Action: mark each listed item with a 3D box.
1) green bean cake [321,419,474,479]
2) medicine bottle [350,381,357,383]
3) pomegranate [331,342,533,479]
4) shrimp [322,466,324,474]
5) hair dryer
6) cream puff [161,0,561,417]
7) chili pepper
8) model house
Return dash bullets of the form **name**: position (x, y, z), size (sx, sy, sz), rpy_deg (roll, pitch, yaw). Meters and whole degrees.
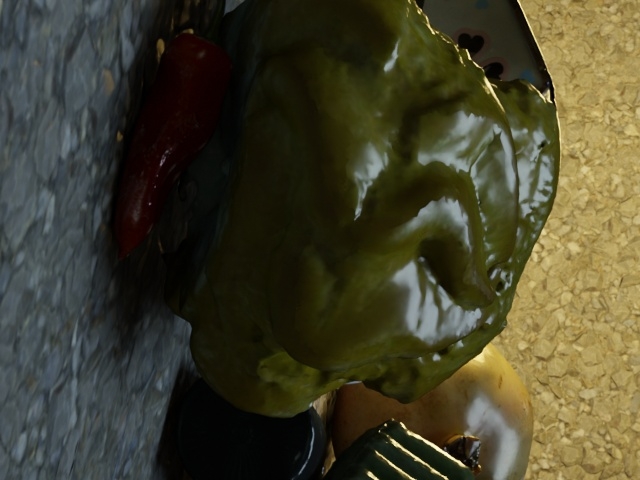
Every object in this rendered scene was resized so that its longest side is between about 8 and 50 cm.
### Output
- **green bean cake**: position (0.021, 0.292, 1.365), size (0.227, 0.125, 0.222), rpy_deg (-61, 174, 25)
- **medicine bottle**: position (0.000, 0.000, 1.374), size (0.139, 0.139, 0.236), rpy_deg (-29, 128, -77)
- **pomegranate**: position (0.155, 0.267, 2.134), size (0.319, 0.319, 0.319), rpy_deg (11, 90, -80)
- **shrimp**: position (-0.058, 0.368, 1.714), size (0.145, 0.059, 0.254), rpy_deg (-24, 131, -66)
- **hair dryer**: position (-0.091, 0.260, 1.316), size (0.244, 0.116, 0.302), rpy_deg (69, 46, -76)
- **cream puff**: position (0.047, -0.029, 1.054), size (0.274, 0.270, 0.323), rpy_deg (-139, -122, -72)
- **chili pepper**: position (-0.093, -0.075, 0.994), size (0.059, 0.050, 0.191), rpy_deg (160, -50, -82)
- **model house**: position (0.114, -0.174, 1.514), size (0.169, 0.244, 0.326), rpy_deg (47, 54, -75)
